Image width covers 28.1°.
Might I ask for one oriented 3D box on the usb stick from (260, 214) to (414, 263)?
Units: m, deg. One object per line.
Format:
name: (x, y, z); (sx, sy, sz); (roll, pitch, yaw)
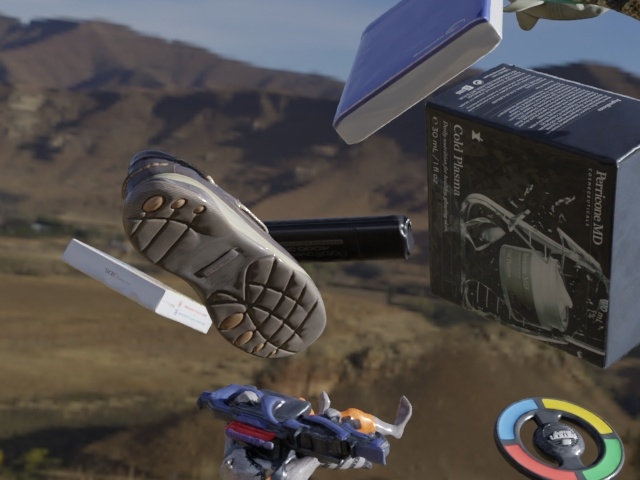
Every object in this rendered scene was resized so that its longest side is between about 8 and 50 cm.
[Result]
usb stick: (0.000, 0.000, 1.888); (0.278, 0.077, 0.045); (-3, 40, 15)

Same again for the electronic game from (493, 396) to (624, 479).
electronic game: (0.413, 0.350, 2.222); (0.229, 0.048, 0.229); (7, 32, -4)

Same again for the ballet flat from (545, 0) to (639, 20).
ballet flat: (0.403, -0.365, 1.651); (0.483, 0.182, 0.164); (23, 48, 8)

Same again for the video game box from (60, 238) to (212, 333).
video game box: (-0.297, 0.076, 2.101); (0.205, 0.048, 0.187); (26, -2, 25)

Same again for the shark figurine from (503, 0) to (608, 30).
shark figurine: (0.319, -0.398, 2.031); (0.166, 0.116, 0.278); (-25, 51, -12)

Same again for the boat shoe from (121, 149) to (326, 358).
boat shoe: (-0.106, 0.010, 1.526); (0.132, 0.130, 0.355); (-29, -46, 11)

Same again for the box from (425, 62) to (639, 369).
box: (0.488, -0.064, 2.675); (0.472, 0.480, 0.297); (22, 39, 39)

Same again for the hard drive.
hard drive: (0.123, -0.244, 1.523); (0.210, 0.040, 0.318); (-33, 18, 23)

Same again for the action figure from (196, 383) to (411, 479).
action figure: (-0.007, 0.318, 1.921); (0.341, 0.178, 0.330); (15, 20, 42)
